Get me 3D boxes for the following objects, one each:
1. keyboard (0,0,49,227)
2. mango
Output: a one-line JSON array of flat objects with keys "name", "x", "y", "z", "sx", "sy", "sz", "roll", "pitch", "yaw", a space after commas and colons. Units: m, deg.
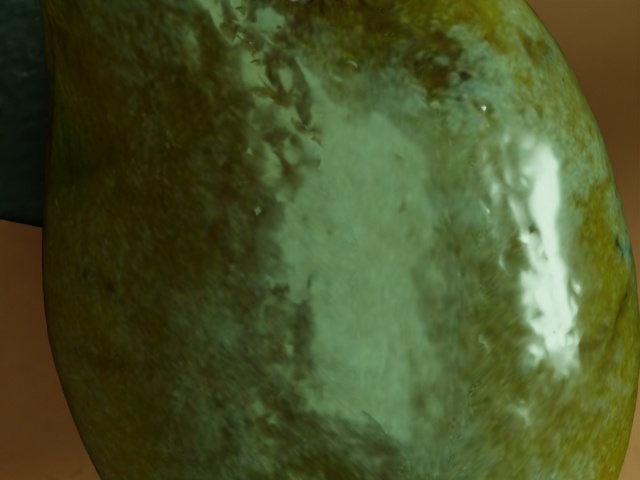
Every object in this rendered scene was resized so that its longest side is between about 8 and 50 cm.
[{"name": "keyboard", "x": -0.082, "y": -0.139, "z": 0.577, "sx": 0.101, "sy": 0.018, "sz": 0.309, "roll": 10, "pitch": 120, "yaw": -16}, {"name": "mango", "x": 0.000, "y": 0.000, "z": 0.609, "sx": 0.193, "sy": 0.146, "sz": 0.316, "roll": -19, "pitch": 113, "yaw": 1}]
